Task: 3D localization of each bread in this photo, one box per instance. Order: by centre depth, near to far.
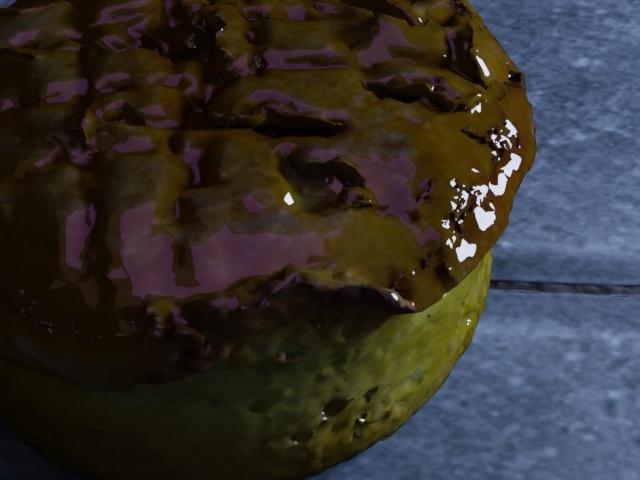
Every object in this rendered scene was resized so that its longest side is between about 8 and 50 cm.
[{"bbox_3d":[-0.067,-0.024,1.131,0.398,0.215,0.398,-4,47,4],"label":"bread"}]
